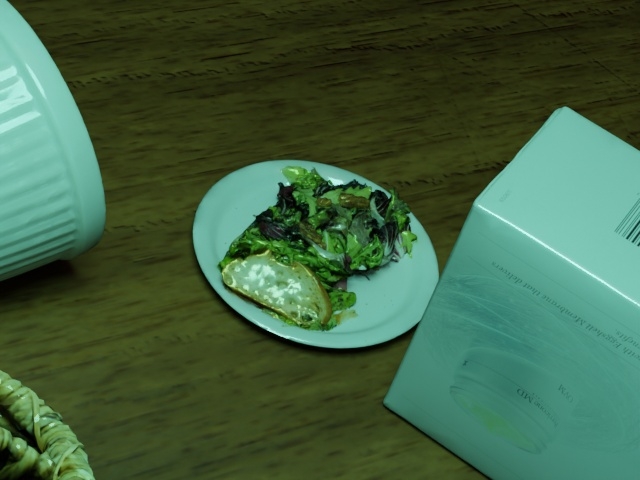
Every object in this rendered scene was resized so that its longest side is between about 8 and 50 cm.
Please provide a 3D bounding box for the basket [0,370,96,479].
[{"bbox_3d":[-0.242,0.065,0.614,0.299,0.223,0.213,39,35,-16],"label":"basket"}]

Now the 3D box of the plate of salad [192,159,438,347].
[{"bbox_3d":[0.000,0.000,1.061,0.200,0.048,0.199,9,45,-9],"label":"plate of salad"}]

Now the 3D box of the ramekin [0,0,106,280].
[{"bbox_3d":[-0.249,-0.064,0.933,0.109,0.207,0.207,-29,61,-28],"label":"ramekin"}]

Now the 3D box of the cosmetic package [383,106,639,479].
[{"bbox_3d":[0.192,0.074,0.929,0.224,0.224,0.138,33,48,14],"label":"cosmetic package"}]
